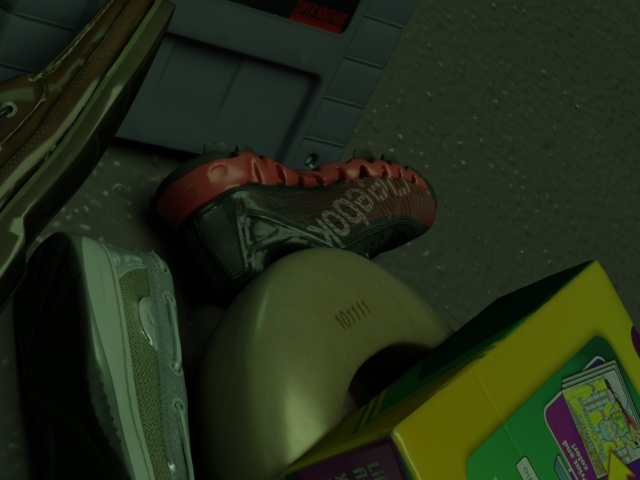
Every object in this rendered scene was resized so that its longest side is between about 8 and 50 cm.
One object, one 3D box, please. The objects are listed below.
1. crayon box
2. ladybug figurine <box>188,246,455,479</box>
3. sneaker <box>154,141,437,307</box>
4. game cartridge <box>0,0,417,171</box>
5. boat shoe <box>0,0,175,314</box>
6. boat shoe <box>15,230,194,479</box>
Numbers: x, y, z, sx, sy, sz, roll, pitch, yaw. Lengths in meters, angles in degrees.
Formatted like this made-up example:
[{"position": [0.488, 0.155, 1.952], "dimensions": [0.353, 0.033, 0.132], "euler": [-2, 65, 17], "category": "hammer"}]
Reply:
[{"position": [0.166, 0.234, 1.025], "dimensions": [0.313, 0.106, 0.363], "euler": [-30, 94, -53], "category": "crayon box"}, {"position": [0.045, 0.226, 1.107], "dimensions": [0.305, 0.162, 0.449], "euler": [-28, 92, -54], "category": "ladybug figurine"}, {"position": [0.000, 0.000, 1.234], "dimensions": [0.276, 0.097, 0.135], "euler": [-1, 59, -46], "category": "sneaker"}, {"position": [-0.078, -0.174, 1.173], "dimensions": [0.355, 0.230, 0.068], "euler": [10, 27, -44], "category": "game cartridge"}, {"position": [-0.201, -0.061, 1.001], "dimensions": [0.104, 0.111, 0.307], "euler": [30, 61, 0], "category": "boat shoe"}, {"position": [-0.120, 0.145, 1.017], "dimensions": [0.103, 0.118, 0.320], "euler": [8, 56, -41], "category": "boat shoe"}]
